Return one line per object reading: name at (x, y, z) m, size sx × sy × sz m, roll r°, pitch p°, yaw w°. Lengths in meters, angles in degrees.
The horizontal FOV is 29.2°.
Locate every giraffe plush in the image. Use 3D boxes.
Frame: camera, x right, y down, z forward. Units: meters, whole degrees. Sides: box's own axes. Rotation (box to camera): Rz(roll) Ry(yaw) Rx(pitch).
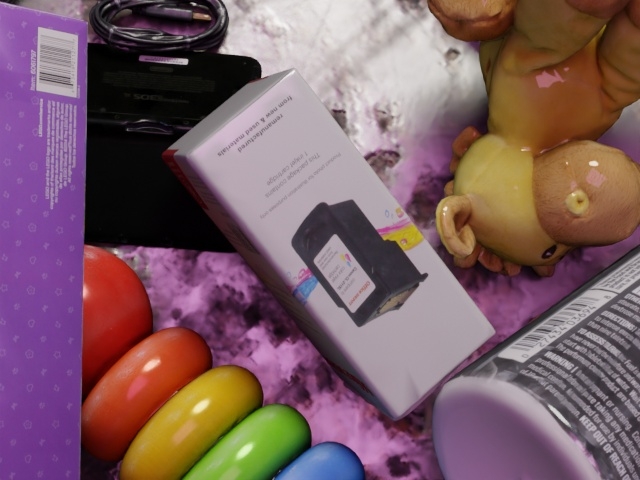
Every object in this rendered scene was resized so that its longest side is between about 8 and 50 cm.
giraffe plush at (0.125, -0.064, 0.684) m, size 0.181 × 0.210 × 0.171 m, roll 11°, pitch 85°, yaw -24°

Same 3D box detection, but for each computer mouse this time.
computer mouse at (-0.177, -0.155, 0.765) m, size 0.242 × 0.041 × 0.071 m, roll 15°, pitch 61°, yaw -4°

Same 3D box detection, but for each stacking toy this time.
stacking toy at (-0.050, 0.125, 0.678) m, size 0.141 × 0.141 × 0.330 m, roll -44°, pitch 78°, yaw -8°

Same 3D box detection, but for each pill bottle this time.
pill bottle at (0.188, 0.071, 0.662) m, size 0.245 × 0.130 × 0.130 m, roll -30°, pitch 81°, yaw -30°

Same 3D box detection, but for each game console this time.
game console at (-0.101, -0.059, 0.759) m, size 0.122 × 0.071 × 0.107 m, roll 5°, pitch 50°, yaw -1°

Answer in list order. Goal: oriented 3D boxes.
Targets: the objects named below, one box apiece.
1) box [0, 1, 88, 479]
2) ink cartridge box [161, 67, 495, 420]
box at (-0.195, 0.045, 0.647) m, size 0.057 × 0.201 × 0.293 m, roll 7°, pitch 77°, yaw -37°
ink cartridge box at (0.000, 0.000, 0.670) m, size 0.072 × 0.127 × 0.175 m, roll -40°, pitch 102°, yaw -8°
